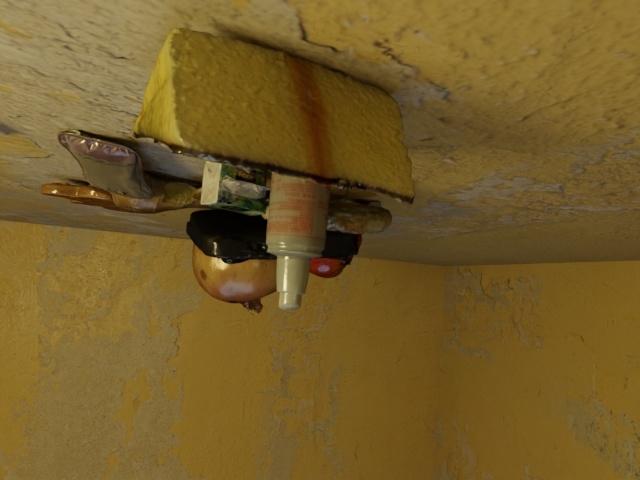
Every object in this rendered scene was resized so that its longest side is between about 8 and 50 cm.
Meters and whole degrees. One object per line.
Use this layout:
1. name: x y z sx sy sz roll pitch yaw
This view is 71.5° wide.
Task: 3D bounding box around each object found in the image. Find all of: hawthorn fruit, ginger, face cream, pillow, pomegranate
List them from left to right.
1. pillow: -0.374 -0.126 0.793 0.130 0.038 0.233 11 161 -12
2. ginger: -0.330 -0.098 1.012 0.294 0.086 0.131 4 155 -42
3. pomegranate: -0.237 0.069 1.391 0.338 0.338 0.338 5 174 0
4. face cream: -0.040 -0.010 0.739 0.101 0.252 0.101 5 174 0
5. hawthorn fruit: 0.000 0.000 1.324 0.225 0.196 0.196 34 -177 16

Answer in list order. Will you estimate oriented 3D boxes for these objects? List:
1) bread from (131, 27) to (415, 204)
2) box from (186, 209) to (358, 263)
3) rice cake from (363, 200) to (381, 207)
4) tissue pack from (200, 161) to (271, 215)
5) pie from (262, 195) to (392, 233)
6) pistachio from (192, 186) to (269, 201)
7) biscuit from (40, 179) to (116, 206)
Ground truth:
1. bread: -0.053 -0.079 0.448 0.240 0.135 0.178 6 156 -33
2. box: -0.122 -0.019 1.042 0.350 0.091 0.359 -2 -169 -22
3. rice cake: 0.079 -0.055 1.131 0.042 0.080 0.222 43 165 -10
4. tissue pack: -0.149 -0.097 0.815 0.079 0.085 0.111 -2 170 41
5. pie: 0.010 -0.058 0.914 0.274 0.055 0.274 5 -169 -1
6. pistachio: -0.194 -0.102 0.987 0.173 0.049 0.089 8 151 -15
7. biscuit: -0.581 -0.116 1.208 0.216 0.047 0.339 7 177 7
